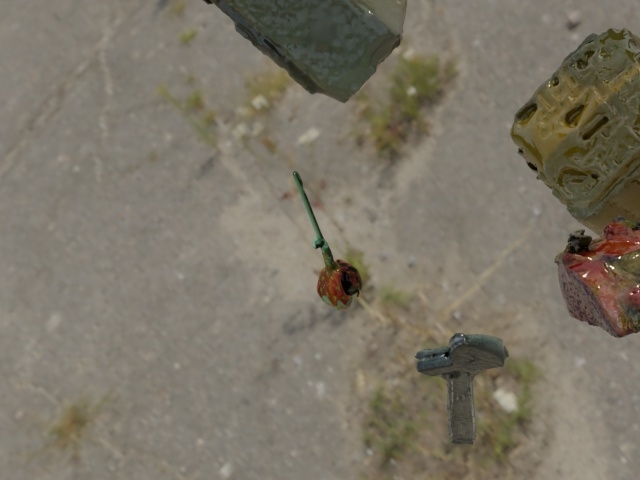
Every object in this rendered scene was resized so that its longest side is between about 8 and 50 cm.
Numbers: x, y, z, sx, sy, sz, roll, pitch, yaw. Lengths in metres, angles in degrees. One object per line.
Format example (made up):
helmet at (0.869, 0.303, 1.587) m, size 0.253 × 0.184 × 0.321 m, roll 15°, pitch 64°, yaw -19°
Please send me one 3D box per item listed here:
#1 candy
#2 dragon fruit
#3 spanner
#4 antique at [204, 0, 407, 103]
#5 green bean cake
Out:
candy at (0.000, 0.000, 1.574) m, size 0.049 × 0.184 × 0.055 m, roll -11°, pitch 36°, yaw 15°
dragon fruit at (0.274, 0.023, 1.350) m, size 0.102 × 0.096 × 0.147 m, roll -24°, pitch 11°, yaw -18°
spanner at (0.150, 0.160, 1.540) m, size 0.093 × 0.325 × 0.026 m, roll -2°, pitch 65°, yaw 6°
antique at (-0.046, -0.289, 1.600) m, size 0.125 × 0.284 × 0.150 m, roll -45°, pitch 18°, yaw 27°
green bean cake at (0.383, -0.140, 1.914) m, size 0.229 × 0.131 × 0.224 m, roll -45°, pitch 50°, yaw 16°
